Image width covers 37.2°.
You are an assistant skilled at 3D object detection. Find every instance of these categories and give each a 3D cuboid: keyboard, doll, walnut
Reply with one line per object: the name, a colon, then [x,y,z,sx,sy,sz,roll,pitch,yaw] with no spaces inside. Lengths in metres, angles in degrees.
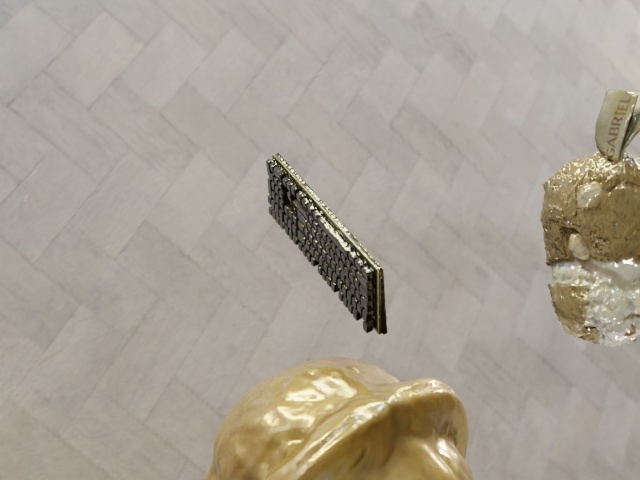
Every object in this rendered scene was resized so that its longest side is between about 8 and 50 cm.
keyboard: [0.000,0.000,1.182,0.027,0.317,0.106,-17,124,-18]
doll: [0.243,-0.016,0.812,0.105,0.115,0.221,-7,102,3]
walnut: [0.015,0.323,1.124,0.383,0.383,0.384,15,63,-31]
